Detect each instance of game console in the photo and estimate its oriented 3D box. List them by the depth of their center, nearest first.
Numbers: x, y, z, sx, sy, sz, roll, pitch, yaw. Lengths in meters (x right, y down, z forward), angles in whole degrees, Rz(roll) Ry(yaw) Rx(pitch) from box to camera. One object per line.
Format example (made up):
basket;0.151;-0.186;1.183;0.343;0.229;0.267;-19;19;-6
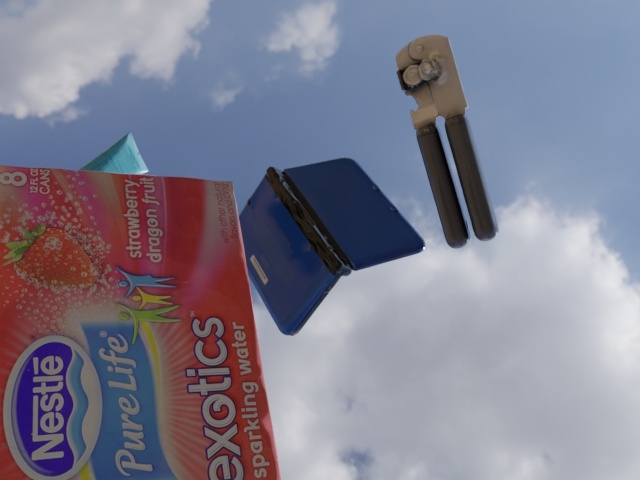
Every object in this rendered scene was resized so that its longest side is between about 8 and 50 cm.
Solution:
game console;0.000;0.000;1.230;0.250;0.173;0.293;-54;-134;21

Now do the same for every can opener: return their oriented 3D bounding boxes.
can opener;0.166;-0.131;0.866;0.074;0.093;0.281;-17;-97;23

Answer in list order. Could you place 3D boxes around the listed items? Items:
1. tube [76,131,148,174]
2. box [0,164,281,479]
tube;-0.398;-0.109;1.189;0.052;0.080;0.207;13;-138;39
box;-0.120;0.117;0.387;0.154;0.142;0.300;3;-123;-24
